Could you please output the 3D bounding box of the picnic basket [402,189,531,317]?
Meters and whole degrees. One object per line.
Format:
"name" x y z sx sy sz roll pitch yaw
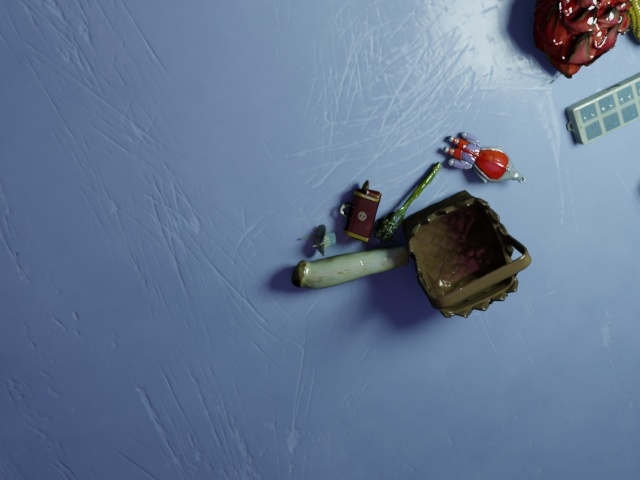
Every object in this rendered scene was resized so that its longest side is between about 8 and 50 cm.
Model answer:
"picnic basket" 0.356 0.045 1.644 0.254 0.321 0.291 -26 108 4

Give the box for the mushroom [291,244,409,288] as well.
"mushroom" 0.076 0.071 1.722 0.311 0.100 0.081 -10 87 -4

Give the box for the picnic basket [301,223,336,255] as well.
"picnic basket" 0.000 0.000 1.707 0.083 0.065 0.083 -3 114 -25

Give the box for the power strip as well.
"power strip" 0.814 -0.370 1.714 0.367 0.043 0.106 -26 111 1

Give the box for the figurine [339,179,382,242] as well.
"figurine" 0.100 -0.083 1.695 0.098 0.082 0.155 14 106 8

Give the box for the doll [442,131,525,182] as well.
"doll" 0.424 -0.201 1.695 0.227 0.075 0.102 22 94 -5

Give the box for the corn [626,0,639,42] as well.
"corn" 0.768 -0.588 1.590 0.106 0.106 0.293 -41 117 6

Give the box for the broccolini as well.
"broccolini" 0.232 -0.095 1.715 0.071 0.057 0.254 43 88 7

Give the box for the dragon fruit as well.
"dragon fruit" 0.601 -0.493 1.558 0.233 0.234 0.293 -1 130 -8
